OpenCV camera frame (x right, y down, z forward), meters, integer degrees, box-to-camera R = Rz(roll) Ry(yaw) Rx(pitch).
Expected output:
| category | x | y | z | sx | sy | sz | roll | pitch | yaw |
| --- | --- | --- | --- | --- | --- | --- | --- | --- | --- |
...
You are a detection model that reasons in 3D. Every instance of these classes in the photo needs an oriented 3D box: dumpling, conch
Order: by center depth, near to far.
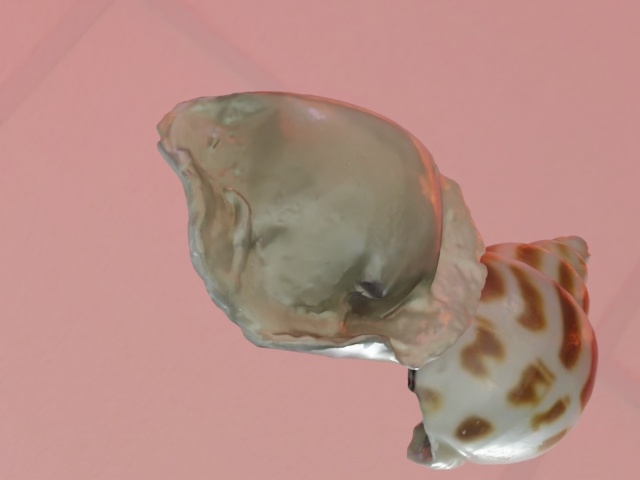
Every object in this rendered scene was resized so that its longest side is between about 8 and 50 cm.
| category | x | y | z | sx | sy | sz | roll | pitch | yaw |
| --- | --- | --- | --- | --- | --- | --- | --- | --- | --- |
| dumpling | 0.000 | 0.000 | 0.879 | 0.188 | 0.108 | 0.127 | 22 | -117 | -31 |
| conch | 0.151 | 0.081 | 1.497 | 0.148 | 0.183 | 0.275 | 7 | -140 | 4 |
